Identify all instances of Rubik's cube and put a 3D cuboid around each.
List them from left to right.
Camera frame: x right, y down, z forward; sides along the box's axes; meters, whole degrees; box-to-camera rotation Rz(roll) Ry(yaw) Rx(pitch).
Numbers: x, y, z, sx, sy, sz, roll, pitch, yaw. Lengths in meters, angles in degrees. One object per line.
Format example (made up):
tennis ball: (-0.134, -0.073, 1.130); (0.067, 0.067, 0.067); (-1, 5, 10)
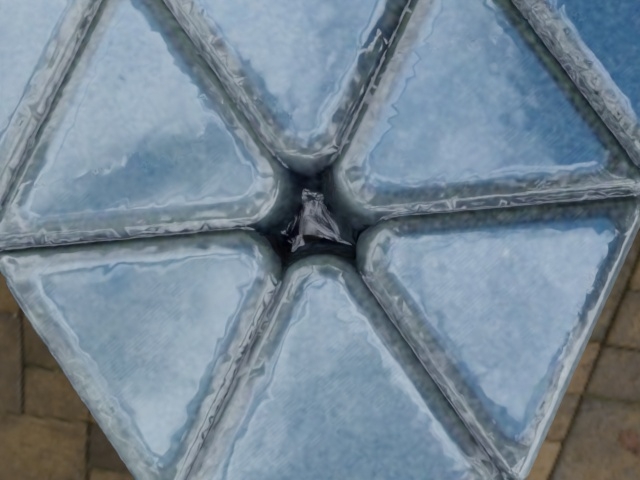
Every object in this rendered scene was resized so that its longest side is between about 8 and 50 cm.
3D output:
Rubik's cube: (-0.001, -0.002, 0.432); (0.233, 0.229, 0.228); (21, 129, 40)
